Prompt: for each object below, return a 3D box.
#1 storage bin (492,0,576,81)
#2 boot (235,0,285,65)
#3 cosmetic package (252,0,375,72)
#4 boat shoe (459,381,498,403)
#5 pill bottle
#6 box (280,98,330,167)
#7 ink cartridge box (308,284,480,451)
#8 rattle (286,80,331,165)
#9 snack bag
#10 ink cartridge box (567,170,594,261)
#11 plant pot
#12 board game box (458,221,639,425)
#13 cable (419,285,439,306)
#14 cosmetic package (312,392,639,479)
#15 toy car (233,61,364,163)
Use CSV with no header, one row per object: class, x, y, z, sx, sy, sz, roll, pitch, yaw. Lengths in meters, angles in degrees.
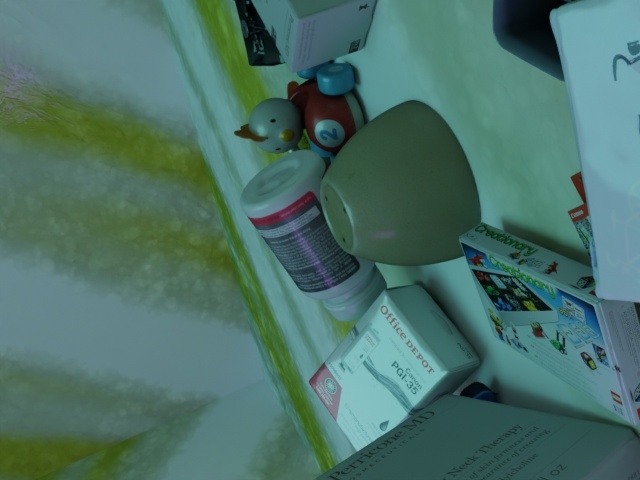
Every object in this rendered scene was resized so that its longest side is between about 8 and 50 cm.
storage bin,0.253,-0.238,0.778,0.135,0.091,0.098,49,155,48
boot,-0.170,-0.607,1.642,0.367,0.146,0.445,40,152,63
cosmetic package,-0.017,-0.424,1.316,0.184,0.151,0.151,63,164,18
boat shoe,0.273,0.345,1.444,0.258,0.109,0.089,88,158,-44
pill bottle,0.000,0.000,1.450,0.319,0.176,0.176,56,171,-26
box,-0.056,-0.228,1.821,0.058,0.087,0.232,108,139,-66
ink cartridge box,0.136,0.252,1.461,0.207,0.117,0.283,52,123,27
rattle,-0.062,-0.240,1.723,0.200,0.130,0.142,66,154,3
snack bag,0.347,-0.069,0.622,0.342,0.037,0.323,10,122,52
ink cartridge box,0.330,-0.029,0.908,0.115,0.029,0.063,66,165,6
plant pot,0.110,-0.073,1.284,0.284,0.190,0.284,58,161,34
board game box,0.315,0.101,1.038,0.193,0.053,0.305,66,167,-24
cable,0.219,0.173,1.527,0.184,0.047,0.151,48,147,42
cosmetic package,0.253,0.466,1.128,0.393,0.329,0.328,-5,107,59
toy car,-0.053,-0.232,1.525,0.210,0.237,0.219,47,154,52
